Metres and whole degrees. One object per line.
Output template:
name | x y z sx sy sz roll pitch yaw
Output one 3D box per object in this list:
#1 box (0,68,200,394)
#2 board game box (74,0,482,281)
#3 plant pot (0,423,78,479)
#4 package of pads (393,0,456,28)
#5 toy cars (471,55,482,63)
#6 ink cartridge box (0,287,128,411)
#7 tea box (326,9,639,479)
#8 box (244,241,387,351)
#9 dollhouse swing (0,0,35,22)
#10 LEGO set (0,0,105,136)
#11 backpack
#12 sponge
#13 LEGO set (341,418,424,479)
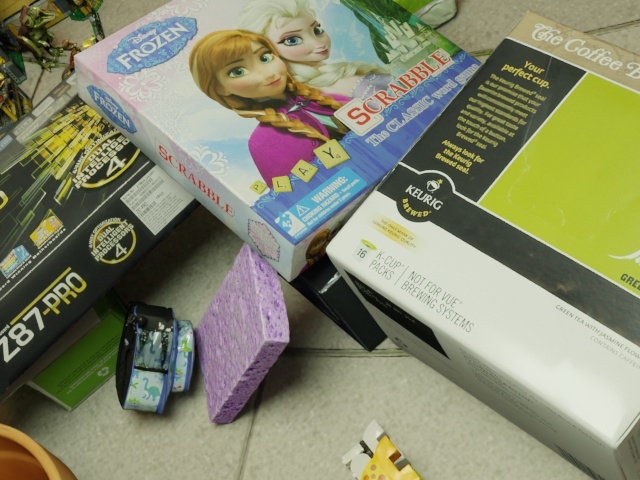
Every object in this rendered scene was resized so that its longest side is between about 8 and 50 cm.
box | -0.336 -0.008 1.182 0.395 0.097 0.318 -44 36 -7
board game box | -0.029 -0.157 1.069 0.318 0.066 0.319 40 59 21
plant pot | -0.322 0.353 1.027 0.291 0.203 0.291 -11 56 17
package of pads | 0.000 -0.313 1.355 0.296 0.101 0.229 -31 54 4
toy cars | 0.009 -0.179 1.232 0.394 0.087 0.176 -7 90 1
ink cartridge box | -0.365 0.130 1.252 0.255 0.097 0.189 -41 53 -2
tea box | 0.248 0.013 0.965 0.329 0.220 0.323 35 80 36
box | 0.000 0.000 1.128 0.108 0.153 0.207 -46 52 -7
dollhouse swing | -0.615 -0.468 1.607 0.347 0.305 0.315 -34 53 3
LEGO set | -0.433 -0.300 1.487 0.255 0.192 0.331 -21 54 11
backpack | -0.185 0.136 1.159 0.084 0.105 0.114 11 94 -13
sponge | -0.087 0.100 1.088 0.031 0.210 0.117 1 58 -24
LEGO set | 0.071 0.268 0.972 0.093 0.087 0.227 -39 51 -3
